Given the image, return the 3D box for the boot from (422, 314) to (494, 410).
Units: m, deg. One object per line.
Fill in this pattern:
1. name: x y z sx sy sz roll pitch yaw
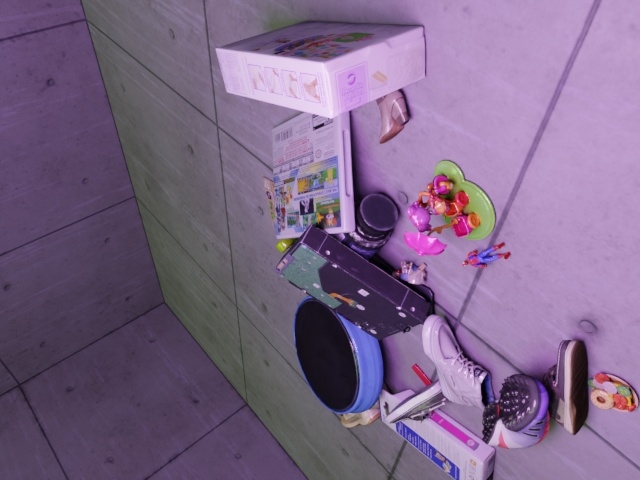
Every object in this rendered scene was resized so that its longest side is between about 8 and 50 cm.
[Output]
1. boot: 0.330 0.285 1.168 0.123 0.095 0.258 6 130 48

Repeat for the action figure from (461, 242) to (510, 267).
1. action figure: 0.321 0.034 0.999 0.038 0.030 0.115 54 153 -2

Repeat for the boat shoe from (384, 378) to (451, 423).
1. boat shoe: 0.263 0.455 1.359 0.219 0.077 0.070 -45 75 34

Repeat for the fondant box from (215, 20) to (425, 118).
1. fondant box: -0.007 -0.334 0.945 0.330 0.238 0.096 26 137 44

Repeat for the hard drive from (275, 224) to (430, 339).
1. hard drive: 0.067 0.112 1.229 0.338 0.064 0.237 32 151 -6

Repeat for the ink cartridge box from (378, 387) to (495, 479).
1. ink cartridge box: 0.319 0.553 1.440 0.370 0.069 0.176 26 138 41

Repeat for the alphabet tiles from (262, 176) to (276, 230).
1. alphabet tiles: -0.092 -0.075 1.550 0.237 0.009 0.198 30 139 42

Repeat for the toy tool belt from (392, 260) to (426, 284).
1. toy tool belt: 0.211 0.070 1.187 0.083 0.052 0.051 17 100 46

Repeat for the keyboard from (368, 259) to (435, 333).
1. keyboard: 0.172 0.152 1.332 0.317 0.033 0.202 26 138 45

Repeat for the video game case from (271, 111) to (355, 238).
1. video game case: -0.028 -0.160 1.228 0.329 0.036 0.300 -5 88 58

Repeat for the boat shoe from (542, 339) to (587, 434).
1. boat shoe: 0.458 0.276 0.956 0.073 0.080 0.224 14 133 45

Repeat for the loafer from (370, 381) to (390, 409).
1. loafer: 0.124 0.415 1.583 0.269 0.092 0.102 58 151 3

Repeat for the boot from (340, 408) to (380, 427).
1. boot: 0.096 0.534 1.736 0.204 0.095 0.262 57 156 9

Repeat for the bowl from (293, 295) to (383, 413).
1. bowl: 0.038 0.340 1.542 0.391 0.077 0.392 26 121 52

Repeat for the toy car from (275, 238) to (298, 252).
1. toy car: 0.000 0.000 1.394 0.155 0.149 0.188 46 124 -1

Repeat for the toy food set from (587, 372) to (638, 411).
1. toy food set: 0.527 0.276 0.910 0.083 0.020 0.083 8 123 55

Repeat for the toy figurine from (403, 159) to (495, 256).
1. toy figurine: 0.218 -0.045 0.947 0.130 0.159 0.173 -19 100 60

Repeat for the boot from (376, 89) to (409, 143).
1. boot: 0.134 -0.257 1.011 0.087 0.042 0.118 63 150 6

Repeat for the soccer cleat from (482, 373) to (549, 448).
1. soccer cleat: 0.418 0.356 1.024 0.116 0.109 0.318 8 147 8

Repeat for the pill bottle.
1. pill bottle: 0.095 -0.019 1.198 0.123 0.122 0.219 54 150 9

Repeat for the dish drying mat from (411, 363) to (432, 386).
1. dish drying mat: 0.284 0.378 1.389 0.083 0.008 0.032 49 150 16
